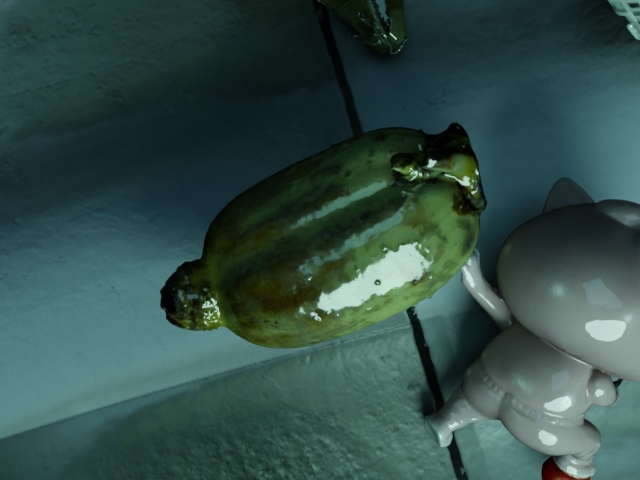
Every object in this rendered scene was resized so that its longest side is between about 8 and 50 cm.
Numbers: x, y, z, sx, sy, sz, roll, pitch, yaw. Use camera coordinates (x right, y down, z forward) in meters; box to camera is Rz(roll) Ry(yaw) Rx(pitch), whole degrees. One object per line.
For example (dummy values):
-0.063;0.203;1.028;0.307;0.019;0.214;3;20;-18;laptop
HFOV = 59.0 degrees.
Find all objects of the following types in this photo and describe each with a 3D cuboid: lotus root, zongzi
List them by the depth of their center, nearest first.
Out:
0.000;0.000;0.523;0.310;0.173;0.173;-25;87;6;lotus root
0.027;-0.236;0.584;0.119;0.055;0.109;-8;89;14;zongzi

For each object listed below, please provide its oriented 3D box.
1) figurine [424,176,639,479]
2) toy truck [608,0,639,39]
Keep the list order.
0.222;0.093;0.526;0.186;0.176;0.287;6;108;-37;figurine
0.454;-0.304;0.494;0.207;0.173;0.387;40;90;-26;toy truck
